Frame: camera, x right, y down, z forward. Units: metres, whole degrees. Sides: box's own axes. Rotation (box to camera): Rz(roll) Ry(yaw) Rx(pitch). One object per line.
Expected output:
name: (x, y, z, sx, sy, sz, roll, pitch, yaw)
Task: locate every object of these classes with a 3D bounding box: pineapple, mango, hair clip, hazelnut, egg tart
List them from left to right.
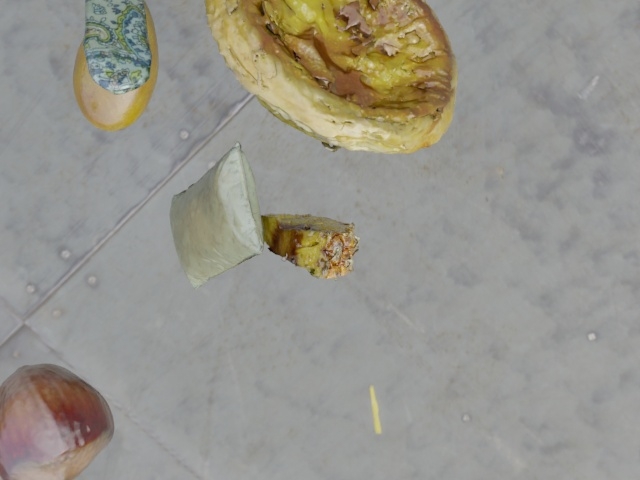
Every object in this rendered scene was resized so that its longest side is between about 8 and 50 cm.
hazelnut: (-0.174, 0.116, 0.485, 0.086, 0.086, 0.086, 3, 114, 7)
hair clip: (-0.217, -0.243, 0.789, 0.066, 0.229, 0.036, -9, 147, -11)
mango: (-0.314, -0.282, 1.174, 0.136, 0.099, 0.228, 7, 89, 22)
pineapple: (0.000, 0.001, 1.218, 0.135, 0.233, 0.079, 8, 100, -34)
egg tart: (0.009, -0.193, 0.797, 0.290, 0.290, 0.115, 34, 139, -8)

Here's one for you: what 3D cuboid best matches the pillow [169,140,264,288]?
pillow: (-0.185, -0.032, 1.303, 0.302, 0.075, 0.185, -27, 76, 55)
